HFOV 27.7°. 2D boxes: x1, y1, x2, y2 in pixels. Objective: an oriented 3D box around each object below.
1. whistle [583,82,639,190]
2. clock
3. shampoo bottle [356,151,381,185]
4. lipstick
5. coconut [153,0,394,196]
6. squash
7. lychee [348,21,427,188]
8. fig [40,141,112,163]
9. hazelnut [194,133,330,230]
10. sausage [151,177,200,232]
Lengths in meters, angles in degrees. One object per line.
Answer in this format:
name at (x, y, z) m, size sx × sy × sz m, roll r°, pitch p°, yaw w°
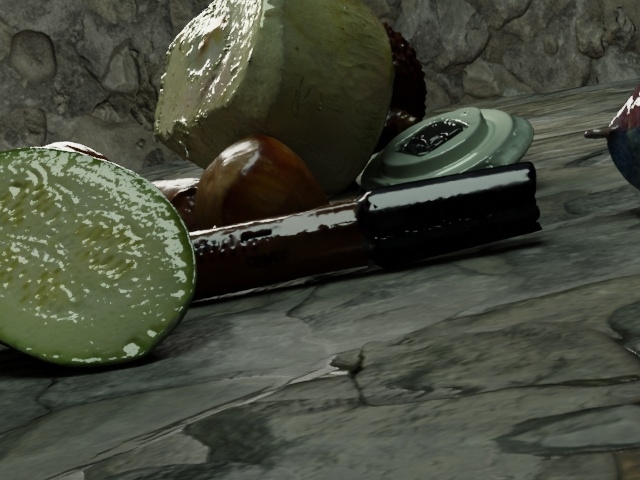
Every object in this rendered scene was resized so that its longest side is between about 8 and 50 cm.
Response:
whistle at (0.419, -0.104, 1.198) m, size 0.346 × 0.134 × 0.142 m, roll -2°, pitch -27°, yaw 11°
clock at (0.144, -0.108, 1.597) m, size 0.236 × 0.053 × 0.236 m, roll -24°, pitch 22°, yaw 10°
shampoo bottle at (0.126, -0.088, 1.731) m, size 0.108 × 0.051 × 0.221 m, roll -14°, pitch 12°, yaw -17°
lipstick at (0.000, 0.000, 1.221) m, size 0.418 × 0.077 × 0.077 m, roll -12°, pitch 8°, yaw 8°
coconut at (-0.041, -0.187, 1.636) m, size 0.254 × 0.297 × 0.297 m, roll 25°, pitch -15°, yaw -33°
squash at (-0.228, 0.004, 1.102) m, size 0.189 × 0.189 × 0.260 m, roll -15°, pitch 7°, yaw -25°
lychee at (0.023, -0.210, 1.956) m, size 0.304 × 0.276 × 0.275 m, roll 19°, pitch 26°, yaw 38°
fig at (-0.247, 0.010, 1.347) m, size 0.175 × 0.207 × 0.175 m, roll -48°, pitch 3°, yaw 4°
hazelnut at (-0.065, -0.041, 1.470) m, size 0.150 × 0.150 × 0.150 m, roll -11°, pitch 8°, yaw 2°
sausage at (-0.278, -0.028, 1.762) m, size 0.418 × 0.094 × 0.094 m, roll -6°, pitch 48°, yaw 33°
